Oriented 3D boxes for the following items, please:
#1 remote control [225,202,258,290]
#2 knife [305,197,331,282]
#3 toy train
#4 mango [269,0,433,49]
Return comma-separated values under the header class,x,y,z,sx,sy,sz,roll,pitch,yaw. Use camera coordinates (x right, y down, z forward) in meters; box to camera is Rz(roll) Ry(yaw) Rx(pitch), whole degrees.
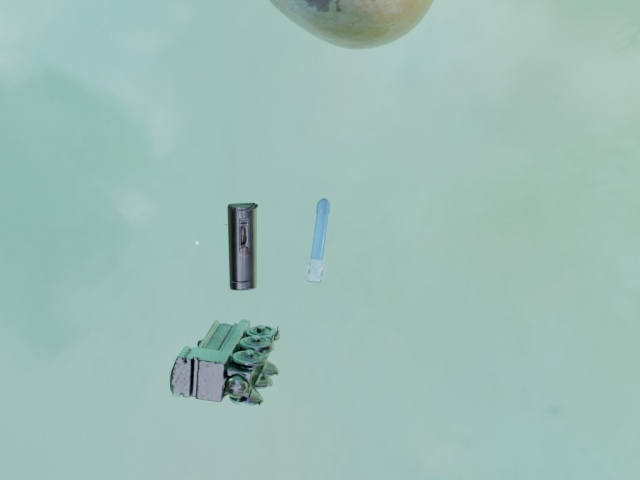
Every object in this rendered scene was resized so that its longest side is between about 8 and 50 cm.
class,x,y,z,sx,sy,sz,roll,pitch,yaw
remote control,-0.078,0.007,1.353,0.034,0.016,0.091,-4,106,-12
knife,0.000,0.000,1.509,0.027,0.010,0.096,6,88,38
toy train,-0.109,0.143,1.615,0.111,0.170,0.071,9,107,6
mango,0.022,-0.320,1.419,0.221,0.384,0.199,6,70,7
